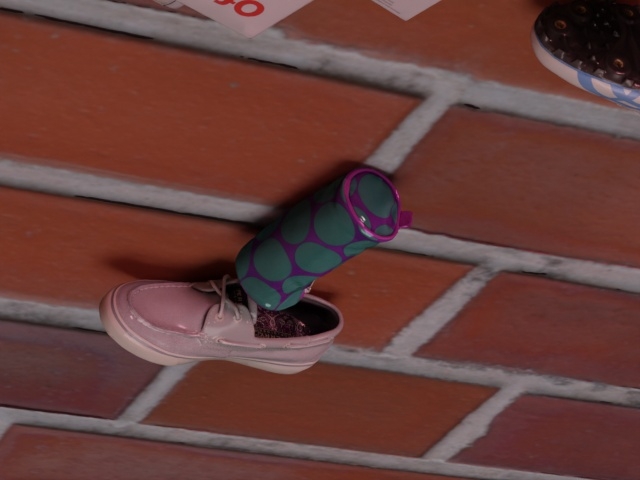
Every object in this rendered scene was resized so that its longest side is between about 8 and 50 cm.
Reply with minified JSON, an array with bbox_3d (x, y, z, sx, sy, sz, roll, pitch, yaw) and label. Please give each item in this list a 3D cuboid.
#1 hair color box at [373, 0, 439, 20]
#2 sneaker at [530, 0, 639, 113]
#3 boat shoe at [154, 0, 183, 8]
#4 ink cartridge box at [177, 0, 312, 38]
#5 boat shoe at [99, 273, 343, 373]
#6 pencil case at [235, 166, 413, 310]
[{"bbox_3d":[0.085,-0.211,1.191,0.167,0.053,0.093,-26,143,36],"label":"hair color box"},{"bbox_3d":[0.246,-0.109,1.362,0.237,0.085,0.086,13,142,-26],"label":"sneaker"},{"bbox_3d":[-0.086,-0.184,1.238,0.035,0.035,0.100,14,153,-34],"label":"boat shoe"},{"bbox_3d":[-0.016,-0.248,1.044,0.278,0.117,0.201,-27,143,36],"label":"ink cartridge box"},{"bbox_3d":[-0.080,0.062,1.646,0.227,0.079,0.081,10,142,-36],"label":"boat shoe"},{"bbox_3d":[0.000,0.000,1.547,0.070,0.064,0.151,32,137,-24],"label":"pencil case"}]
